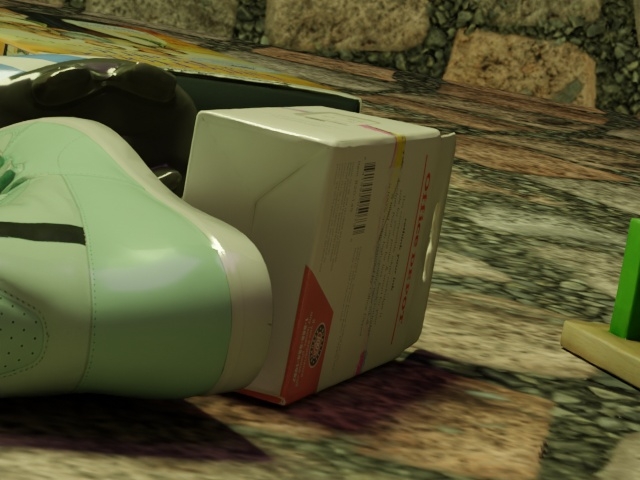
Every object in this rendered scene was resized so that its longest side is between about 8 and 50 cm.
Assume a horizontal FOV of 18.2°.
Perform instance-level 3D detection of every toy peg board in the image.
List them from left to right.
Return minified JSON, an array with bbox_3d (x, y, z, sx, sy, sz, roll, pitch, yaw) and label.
[{"bbox_3d":[0.238,0.045,1.040,0.160,0.079,0.161,7,10,-24],"label":"toy peg board"}]

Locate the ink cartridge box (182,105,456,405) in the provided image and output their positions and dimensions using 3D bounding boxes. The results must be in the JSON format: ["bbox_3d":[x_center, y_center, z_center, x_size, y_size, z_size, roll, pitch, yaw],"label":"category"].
[{"bbox_3d":[0.000,0.000,0.919,0.067,0.115,0.198,14,8,19],"label":"ink cartridge box"}]

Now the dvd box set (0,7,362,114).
[{"bbox_3d":[-0.199,-0.154,1.813,0.307,0.062,0.420,5,11,-32],"label":"dvd box set"}]

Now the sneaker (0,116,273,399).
[{"bbox_3d":[-0.145,0.000,0.821,0.151,0.094,0.256,1,11,-33],"label":"sneaker"}]

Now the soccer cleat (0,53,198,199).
[{"bbox_3d":[-0.225,-0.043,1.017,0.331,0.116,0.143,4,-12,-22],"label":"soccer cleat"}]
